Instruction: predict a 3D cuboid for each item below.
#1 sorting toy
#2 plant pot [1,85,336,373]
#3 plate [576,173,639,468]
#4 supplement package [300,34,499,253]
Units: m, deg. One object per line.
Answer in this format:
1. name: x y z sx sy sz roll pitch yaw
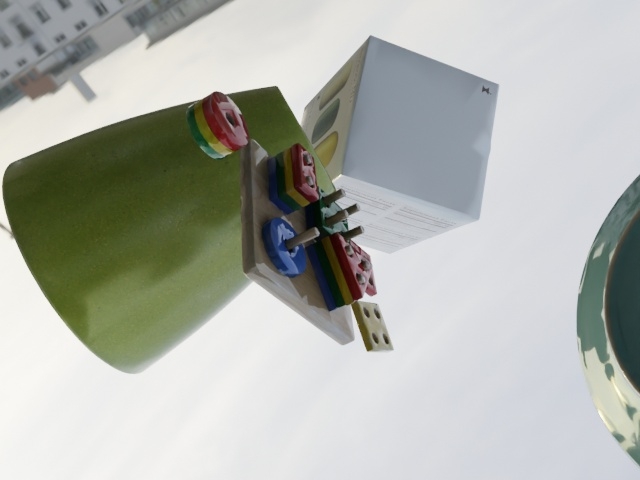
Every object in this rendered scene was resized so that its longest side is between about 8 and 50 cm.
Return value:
1. sorting toy: 0.000 0.000 0.590 0.046 0.274 0.132 -26 -133 23
2. plant pot: -0.141 -0.041 0.824 0.293 0.275 0.275 -29 -153 2
3. plate: 0.181 0.021 0.310 0.188 0.024 0.188 -37 -137 44
4. supplement package: 0.088 -0.119 1.041 0.263 0.198 0.199 152 -48 -67
